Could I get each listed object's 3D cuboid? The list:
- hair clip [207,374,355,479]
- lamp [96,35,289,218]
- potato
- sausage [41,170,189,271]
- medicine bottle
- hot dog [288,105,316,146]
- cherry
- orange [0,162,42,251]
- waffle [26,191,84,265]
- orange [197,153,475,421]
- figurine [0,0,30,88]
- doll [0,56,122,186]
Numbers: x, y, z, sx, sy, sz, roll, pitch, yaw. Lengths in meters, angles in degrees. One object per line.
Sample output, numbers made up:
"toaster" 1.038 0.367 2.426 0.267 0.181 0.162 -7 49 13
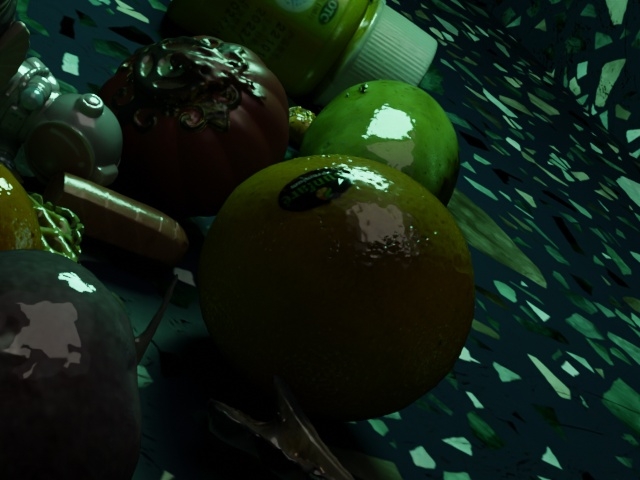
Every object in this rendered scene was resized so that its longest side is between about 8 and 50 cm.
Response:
"hair clip" 0.001 0.203 1.270 0.257 0.075 0.146 39 -3 29
"lamp" -0.146 -0.133 1.619 0.227 0.227 0.227 31 21 -13
"potato" 0.079 -0.099 1.920 0.216 0.216 0.304 30 30 -13
"sausage" -0.203 -0.013 1.485 0.169 0.065 0.065 23 24 -28
"medicine bottle" -0.026 -0.337 2.249 0.384 0.224 0.224 33 21 -10
"hot dog" 0.018 -0.142 2.135 0.165 0.045 0.071 28 20 -18
"cherry" -0.221 0.109 1.006 0.266 0.183 0.213 -1 62 -22
"orange" -0.308 0.001 1.143 0.177 0.155 0.177 -5 19 2
"waffle" -0.317 -0.015 1.322 0.208 0.054 0.214 28 24 -10
"orange" 0.015 0.045 1.418 0.274 0.274 0.274 31 21 -13
"figurine" -0.447 -0.254 1.289 0.361 0.253 0.211 -5 27 -25
"doll" -0.324 -0.155 1.509 0.287 0.151 0.151 39 20 -2
